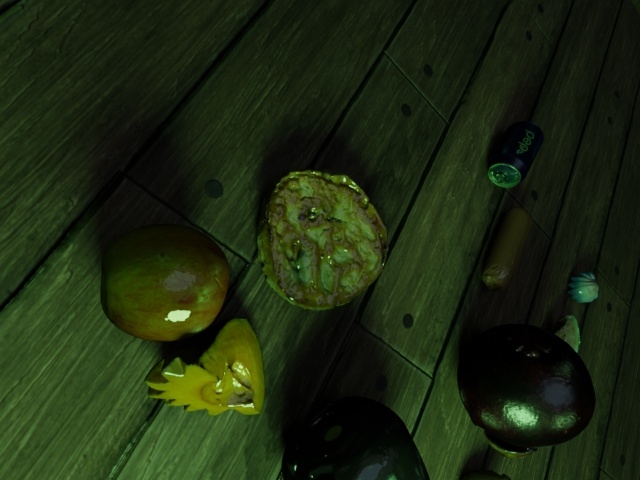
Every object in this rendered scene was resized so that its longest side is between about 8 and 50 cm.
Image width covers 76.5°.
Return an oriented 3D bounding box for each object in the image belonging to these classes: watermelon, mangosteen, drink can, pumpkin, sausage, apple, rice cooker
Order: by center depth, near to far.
[{"bbox_3d":[-0.250,0.066,0.644,0.195,0.196,0.196,4,81,-30],"label":"apple"},{"bbox_3d":[-0.198,0.209,0.712,0.254,0.130,0.149,62,22,-50],"label":"pumpkin"},{"bbox_3d":[0.063,0.438,0.756,0.267,0.267,0.225,-33,100,-30],"label":"rice cooker"},{"bbox_3d":[0.492,0.380,1.013,0.306,0.306,0.347,-19,121,-31],"label":"mangosteen"},{"bbox_3d":[0.550,0.021,1.194,0.086,0.086,0.289,40,67,-21],"label":"sausage"},{"bbox_3d":[0.593,-0.263,1.239,0.118,0.118,0.205,45,63,-18],"label":"drink can"},{"bbox_3d":[0.743,0.322,1.287,0.139,0.071,0.187,6,89,-23],"label":"watermelon"}]

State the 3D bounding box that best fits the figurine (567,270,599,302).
[{"bbox_3d":[0.902,0.167,1.403,0.114,0.079,0.115,0,103,0],"label":"figurine"}]

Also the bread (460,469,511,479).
[{"bbox_3d":[0.403,0.634,1.027,0.110,0.103,0.156,43,59,-7],"label":"bread"}]

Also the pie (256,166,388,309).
[{"bbox_3d":[0.000,0.000,0.870,0.314,0.092,0.316,2,85,-26],"label":"pie"}]
